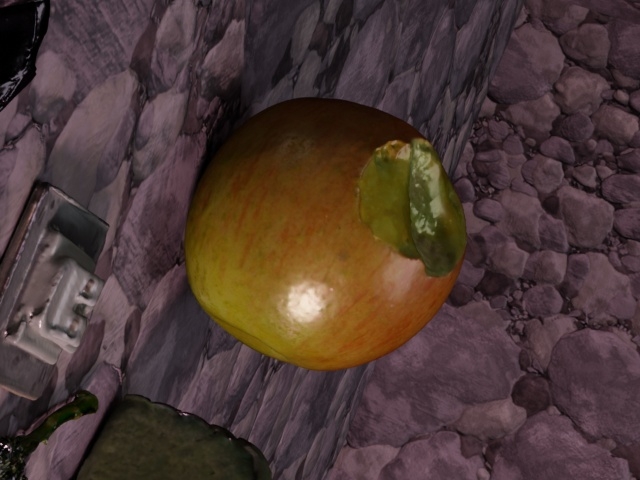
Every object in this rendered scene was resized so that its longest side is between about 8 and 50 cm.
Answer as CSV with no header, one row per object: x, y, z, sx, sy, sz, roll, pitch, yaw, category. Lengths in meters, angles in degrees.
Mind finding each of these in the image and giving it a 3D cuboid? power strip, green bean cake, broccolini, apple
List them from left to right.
-0.287,0.211,1.639,0.071,0.057,0.254,-29,179,23,broccolini
-0.255,0.061,1.517,0.213,0.065,0.198,48,61,-74,power strip
-0.181,0.315,1.849,0.227,0.223,0.125,-63,165,-15,green bean cake
0.000,0.000,1.889,0.339,0.340,0.339,20,90,-77,apple

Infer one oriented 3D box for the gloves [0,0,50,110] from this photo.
-0.275,-0.133,1.045,0.203,0.124,0.164,-30,120,-38,gloves
